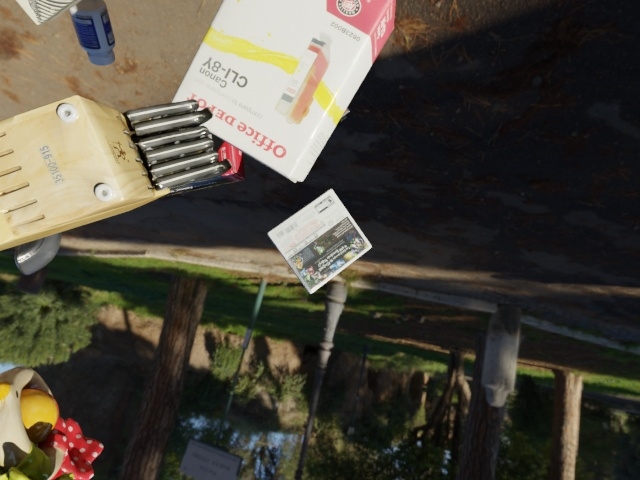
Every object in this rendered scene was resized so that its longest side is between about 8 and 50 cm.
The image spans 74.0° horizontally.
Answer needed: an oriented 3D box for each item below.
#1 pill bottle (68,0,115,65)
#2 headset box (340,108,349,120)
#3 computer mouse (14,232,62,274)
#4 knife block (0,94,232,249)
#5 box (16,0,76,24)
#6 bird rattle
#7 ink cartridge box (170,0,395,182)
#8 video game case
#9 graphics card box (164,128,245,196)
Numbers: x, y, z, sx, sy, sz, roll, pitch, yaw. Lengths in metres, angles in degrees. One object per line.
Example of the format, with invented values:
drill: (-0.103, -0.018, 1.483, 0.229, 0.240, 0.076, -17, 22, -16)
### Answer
pill bottle: (-0.735, -0.678, 1.384, 0.112, 0.112, 0.186, 14, 141, 1)
headset box: (0.051, -0.428, 1.380, 0.083, 0.062, 0.032, 55, -168, -8)
computer mouse: (-0.618, -0.064, 0.953, 0.060, 0.262, 0.184, 4, 143, -9)
knife block: (-0.238, -0.065, 0.437, 0.276, 0.088, 0.242, -20, -172, -2)
box: (-0.609, -0.649, 1.031, 0.275, 0.094, 0.113, -25, 122, 14)
bird rattle: (-0.399, 0.278, 0.607, 0.143, 0.206, 0.253, -18, 178, -9)
ink cartridge box: (-0.069, -0.345, 0.839, 0.279, 0.384, 0.160, 31, -173, 3)
video game case: (0.000, 0.000, 1.000, 0.173, 0.190, 0.022, 55, 164, -4)
graphics card box: (-0.411, -0.262, 1.252, 0.371, 0.232, 0.094, -10, 171, 14)
